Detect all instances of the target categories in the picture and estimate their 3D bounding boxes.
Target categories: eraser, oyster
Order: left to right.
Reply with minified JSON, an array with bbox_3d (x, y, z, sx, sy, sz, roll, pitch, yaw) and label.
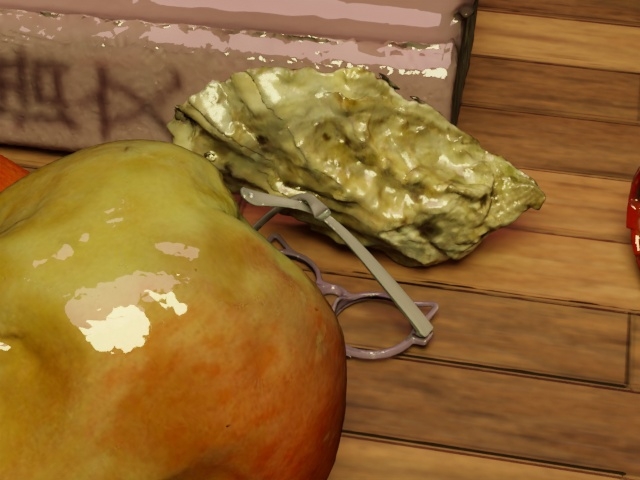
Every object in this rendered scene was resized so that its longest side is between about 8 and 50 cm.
[{"bbox_3d":[-0.070,-0.168,0.975,0.359,0.122,0.272,7,40,6],"label":"eraser"},{"bbox_3d":[0.012,-0.036,0.828,0.209,0.133,0.072,23,47,-23],"label":"oyster"}]

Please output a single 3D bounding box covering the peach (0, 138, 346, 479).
[{"bbox_3d":[-0.112,0.068,0.659,0.235,0.214,0.214,-29,47,-8],"label":"peach"}]

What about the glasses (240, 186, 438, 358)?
[{"bbox_3d":[0.000,0.000,0.794,0.140,0.103,0.062,22,48,29],"label":"glasses"}]

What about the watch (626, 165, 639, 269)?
[{"bbox_3d":[0.318,-0.010,0.828,0.268,0.102,0.164,4,48,-8],"label":"watch"}]

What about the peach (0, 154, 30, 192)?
[{"bbox_3d":[-0.245,0.012,0.745,0.159,0.154,0.267,33,52,33],"label":"peach"}]
